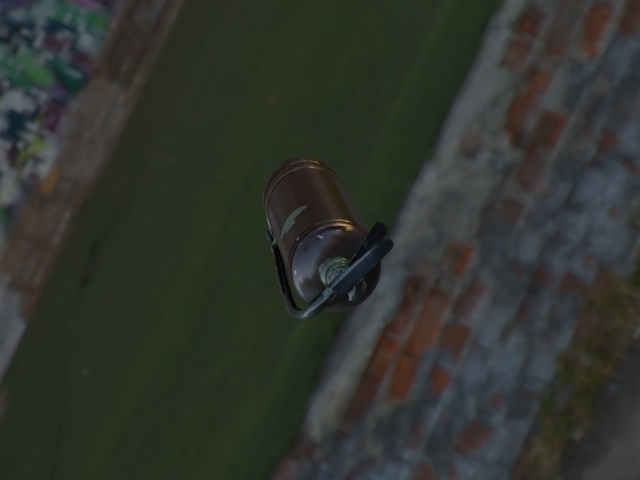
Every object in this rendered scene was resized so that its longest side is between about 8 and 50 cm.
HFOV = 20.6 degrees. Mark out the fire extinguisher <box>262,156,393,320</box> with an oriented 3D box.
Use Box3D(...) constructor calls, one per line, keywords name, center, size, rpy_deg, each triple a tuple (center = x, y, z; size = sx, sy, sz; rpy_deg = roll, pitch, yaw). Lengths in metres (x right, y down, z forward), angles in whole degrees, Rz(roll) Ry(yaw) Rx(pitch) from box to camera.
Box3D(name="fire extinguisher", center=(0.000, 0.000, 0.829), size=(0.064, 0.043, 0.158), rpy_deg=(-50, 16, 8))
